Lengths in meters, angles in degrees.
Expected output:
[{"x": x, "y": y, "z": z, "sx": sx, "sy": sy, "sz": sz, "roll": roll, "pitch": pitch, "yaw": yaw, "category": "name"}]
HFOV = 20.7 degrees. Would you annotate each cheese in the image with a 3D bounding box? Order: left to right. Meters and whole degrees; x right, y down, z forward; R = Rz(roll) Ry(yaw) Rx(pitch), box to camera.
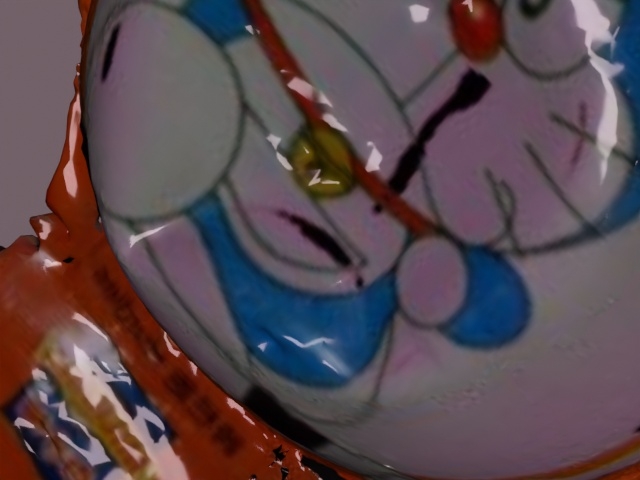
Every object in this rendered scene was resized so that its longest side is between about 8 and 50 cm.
[{"x": 0.000, "y": 0.000, "z": 0.428, "sx": 0.329, "sy": 0.129, "sz": 0.217, "roll": -38, "pitch": 84, "yaw": 23, "category": "cheese"}]
